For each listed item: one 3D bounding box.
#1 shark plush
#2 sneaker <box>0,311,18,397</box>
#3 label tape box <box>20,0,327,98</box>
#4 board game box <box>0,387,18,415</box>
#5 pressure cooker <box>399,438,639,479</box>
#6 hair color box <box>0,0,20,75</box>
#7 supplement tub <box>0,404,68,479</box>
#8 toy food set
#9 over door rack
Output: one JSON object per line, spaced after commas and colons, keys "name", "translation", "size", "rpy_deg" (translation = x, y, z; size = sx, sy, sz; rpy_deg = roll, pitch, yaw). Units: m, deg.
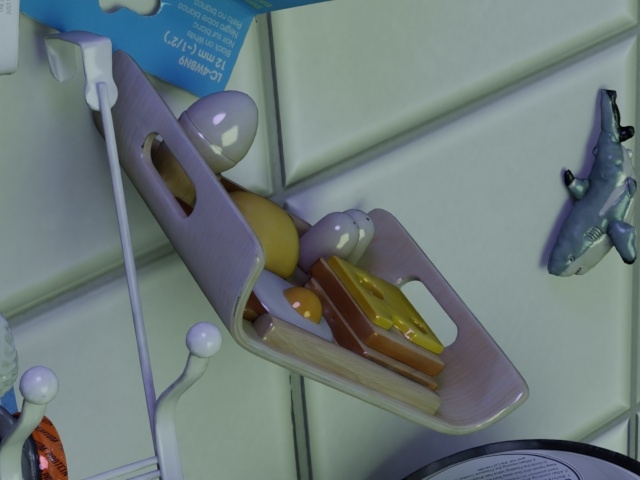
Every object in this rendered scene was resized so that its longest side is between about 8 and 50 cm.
{"name": "shark plush", "translation": [0.237, -0.044, 1.553], "size": [0.067, 0.073, 0.161], "rpy_deg": [4, 116, -13]}
{"name": "sneaker", "translation": [-0.310, -0.010, 0.808], "size": [0.210, 0.137, 0.366], "rpy_deg": [-42, 120, -7]}
{"name": "label tape box", "translation": [-0.042, -0.264, 1.130], "size": [0.249, 0.115, 0.348], "rpy_deg": [23, 92, -47]}
{"name": "board game box", "translation": [-0.243, 0.105, 1.191], "size": [0.090, 0.020, 0.090], "rpy_deg": [-27, 128, -31]}
{"name": "pressure cooker", "translation": [0.184, 0.368, 1.463], "size": [0.370, 0.375, 0.420], "rpy_deg": [-48, 138, -25]}
{"name": "hair color box", "translation": [-0.324, -0.153, 0.921], "size": [0.347, 0.105, 0.174], "rpy_deg": [-15, 121, -39]}
{"name": "supplement tub", "translation": [-0.258, 0.154, 1.110], "size": [0.190, 0.117, 0.117], "rpy_deg": [2, 109, -32]}
{"name": "toy food set", "translation": [0.000, 0.000, 1.212], "size": [0.092, 0.220, 0.306], "rpy_deg": [-48, 138, 13]}
{"name": "over door rack", "translation": [-0.189, 0.043, 1.039], "size": [0.239, 0.108, 0.324], "rpy_deg": [-14, 89, -34]}
